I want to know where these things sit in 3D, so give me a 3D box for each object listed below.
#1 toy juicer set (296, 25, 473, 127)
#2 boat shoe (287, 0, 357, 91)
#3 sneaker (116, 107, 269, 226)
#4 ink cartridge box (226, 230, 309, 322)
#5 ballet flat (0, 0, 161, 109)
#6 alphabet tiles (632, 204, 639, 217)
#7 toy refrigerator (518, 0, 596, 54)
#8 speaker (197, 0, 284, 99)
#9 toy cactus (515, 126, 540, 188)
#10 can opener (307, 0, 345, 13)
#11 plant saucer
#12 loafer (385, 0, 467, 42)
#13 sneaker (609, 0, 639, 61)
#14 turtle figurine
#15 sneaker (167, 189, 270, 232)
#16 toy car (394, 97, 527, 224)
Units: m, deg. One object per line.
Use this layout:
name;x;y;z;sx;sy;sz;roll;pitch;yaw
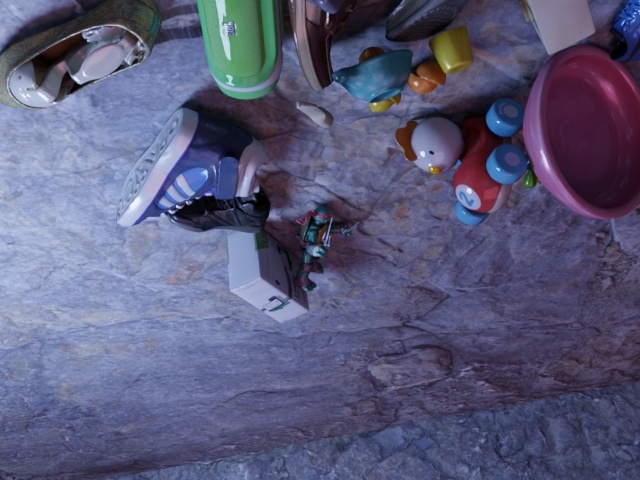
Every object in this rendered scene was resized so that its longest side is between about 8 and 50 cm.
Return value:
toy juicer set;0.091;-0.285;1.200;0.329;0.089;0.209;-20;178;-9
boat shoe;0.010;-0.382;1.060;0.123;0.123;0.342;-9;139;1
sneaker;-0.246;-0.108;1.367;0.236;0.130;0.323;22;129;-31
ink cartridge box;-0.126;0.083;1.641;0.092;0.160;0.219;-25;143;21
ballet flat;-0.411;-0.284;1.096;0.348;0.123;0.123;-22;143;17
alphabet tiles;0.937;-0.167;1.677;0.342;0.011;0.285;-25;142;21
toy refrigerator;0.354;-0.433;1.082;0.094;0.102;0.269;-25;143;20
speaker;-0.125;-0.364;1.043;0.131;0.131;0.296;-7;145;-4
toy cactus;0.490;-0.214;1.448;0.180;0.112;0.219;27;136;-15
can opener;0.086;-0.437;0.943;0.283;0.076;0.095;-54;145;8
plant saucer;0.505;-0.201;1.291;0.332;0.332;0.084;13;168;-29
loafer;0.192;-0.413;1.099;0.094;0.087;0.251;-9;164;-40
sneaker;0.569;-0.402;1.205;0.082;0.069;0.209;-12;145;2
turtle figurine;0.000;0.000;1.600;0.175;0.118;0.234;-36;153;-47
sneaker;-0.212;-0.080;1.459;0.227;0.087;0.130;3;141;-23
toy car;0.262;-0.168;1.368;0.238;0.210;0.219;9;154;-5
